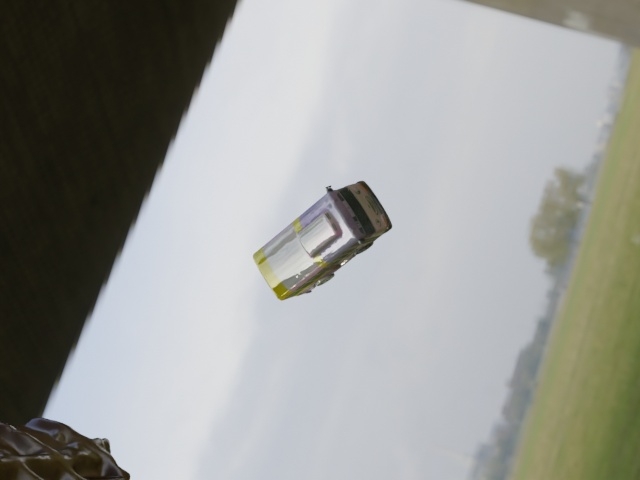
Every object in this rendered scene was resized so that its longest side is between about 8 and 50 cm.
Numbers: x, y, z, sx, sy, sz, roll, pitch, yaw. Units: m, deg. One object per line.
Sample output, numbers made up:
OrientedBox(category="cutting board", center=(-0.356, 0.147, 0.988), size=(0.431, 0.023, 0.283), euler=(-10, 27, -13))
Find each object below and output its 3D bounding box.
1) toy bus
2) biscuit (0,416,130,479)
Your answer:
OrientedBox(category="toy bus", center=(0.000, 0.000, 1.160), size=(0.102, 0.052, 0.058), euler=(-39, -12, 33))
OrientedBox(category="biscuit", center=(-0.155, 0.242, 1.015), size=(0.268, 0.366, 0.115), euler=(9, -73, -61))
